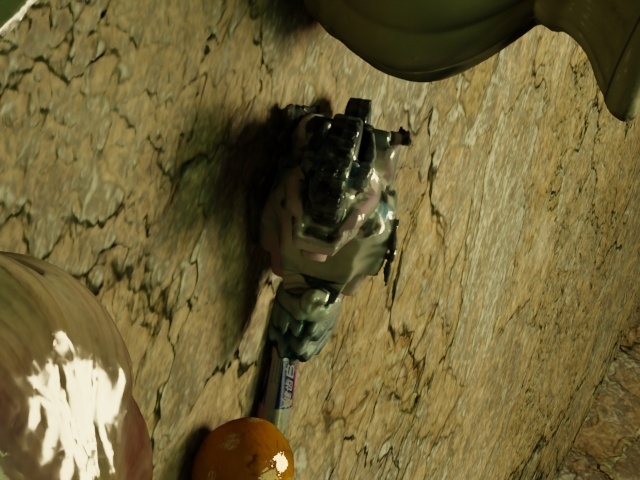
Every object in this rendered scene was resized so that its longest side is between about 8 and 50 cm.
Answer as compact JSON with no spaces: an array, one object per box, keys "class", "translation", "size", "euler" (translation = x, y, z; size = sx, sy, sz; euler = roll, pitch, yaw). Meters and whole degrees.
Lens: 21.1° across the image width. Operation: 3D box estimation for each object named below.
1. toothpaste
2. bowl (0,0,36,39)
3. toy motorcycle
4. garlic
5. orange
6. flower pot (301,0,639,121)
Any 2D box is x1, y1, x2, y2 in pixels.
[{"class":"toothpaste","translation":[-0.035,0.124,1.363],"size":[0.045,0.028,0.169],"euler":[-11,115,-62]},{"class":"bowl","translation":[-0.163,-0.167,0.588],"size":[0.211,0.112,0.211],"euler":[16,90,-71]},{"class":"toy motorcycle","translation":[0.006,0.002,1.241],"size":[0.239,0.108,0.204],"euler":[-11,117,-70]},{"class":"garlic","translation":[-0.124,0.133,0.765],"size":[0.245,0.253,0.245],"euler":[15,90,-81]},{"class":"orange","translation":[-0.058,0.170,1.266],"size":[0.083,0.070,0.083],"euler":[-51,164,-21]},{"class":"flower pot","translation":[0.154,-0.230,1.174],"size":[0.307,0.244,0.307],"euler":[-61,172,-16]}]
